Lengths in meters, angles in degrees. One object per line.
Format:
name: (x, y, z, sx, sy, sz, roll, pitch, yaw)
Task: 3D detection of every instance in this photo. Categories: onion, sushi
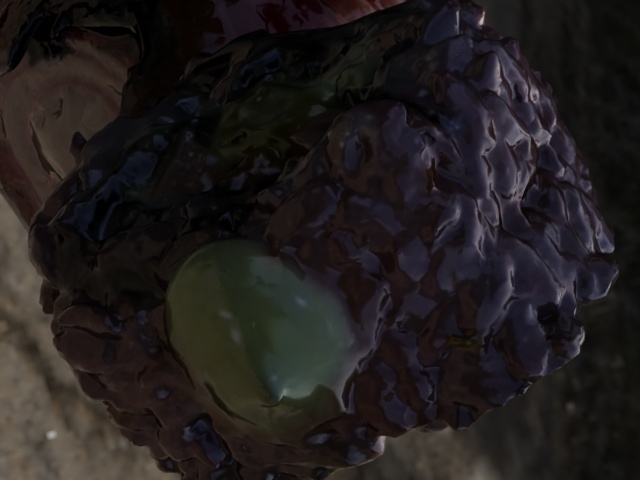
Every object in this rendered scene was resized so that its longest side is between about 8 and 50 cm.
onion: (-0.060, -0.093, 1.220, 0.341, 0.341, 0.341, 40, 40, -45)
sushi: (0.000, 0.000, 0.912, 0.171, 0.270, 0.236, 57, 35, -24)
